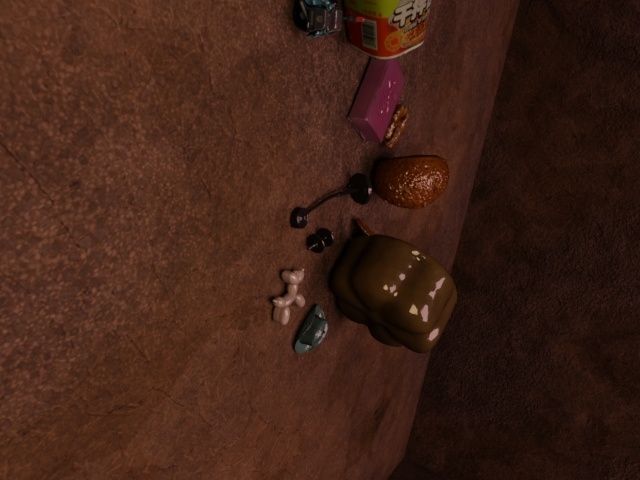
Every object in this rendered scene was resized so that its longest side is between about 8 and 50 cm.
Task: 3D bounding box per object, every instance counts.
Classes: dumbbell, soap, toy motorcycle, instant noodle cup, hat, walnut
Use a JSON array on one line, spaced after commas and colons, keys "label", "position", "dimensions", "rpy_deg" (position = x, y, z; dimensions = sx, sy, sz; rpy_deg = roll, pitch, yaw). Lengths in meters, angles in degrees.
[{"label": "dumbbell", "position": [0.000, 0.000, 1.492], "dimensions": [0.147, 0.070, 0.069], "rpy_deg": [-36, 134, -48]}, {"label": "soap", "position": [0.198, -0.490, 1.564], "dimensions": [0.181, 0.081, 0.259], "rpy_deg": [34, 75, -60]}, {"label": "toy motorcycle", "position": [0.018, -0.630, 1.083], "dimensions": [0.123, 0.182, 0.271], "rpy_deg": [-49, 146, -58]}, {"label": "instant noodle cup", "position": [0.185, -0.701, 1.257], "dimensions": [0.293, 0.294, 0.307], "rpy_deg": [-52, 153, -33]}, {"label": "hat", "position": [-0.019, 0.327, 1.622], "dimensions": [0.190, 0.078, 0.138], "rpy_deg": [-64, 148, -16]}, {"label": "walnut", "position": [0.281, -0.444, 1.744], "dimensions": [0.170, 0.069, 0.143], "rpy_deg": [-59, 149, -21]}]

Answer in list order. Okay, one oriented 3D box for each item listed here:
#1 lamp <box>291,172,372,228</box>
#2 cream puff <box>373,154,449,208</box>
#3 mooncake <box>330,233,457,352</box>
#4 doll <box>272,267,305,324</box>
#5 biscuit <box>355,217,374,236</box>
[{"label": "lamp", "position": [0.054, -0.131, 1.476], "dimensions": [0.371, 0.109, 0.130], "rpy_deg": [-27, 123, -52]}, {"label": "cream puff", "position": [0.345, -0.223, 1.739], "dimensions": [0.303, 0.303, 0.211], "rpy_deg": [-15, 105, -57]}, {"label": "mooncake", "position": [0.257, 0.196, 1.669], "dimensions": [0.262, 0.467, 0.467], "rpy_deg": [-53, 145, -21]}, {"label": "doll", "position": [-0.097, 0.164, 1.423], "dimensions": [0.161, 0.059, 0.159], "rpy_deg": [-43, 140, -41]}, {"label": "biscuit", "position": [0.194, -0.014, 1.780], "dimensions": [0.025, 0.126, 0.206], "rpy_deg": [-35, 153, 11]}]
